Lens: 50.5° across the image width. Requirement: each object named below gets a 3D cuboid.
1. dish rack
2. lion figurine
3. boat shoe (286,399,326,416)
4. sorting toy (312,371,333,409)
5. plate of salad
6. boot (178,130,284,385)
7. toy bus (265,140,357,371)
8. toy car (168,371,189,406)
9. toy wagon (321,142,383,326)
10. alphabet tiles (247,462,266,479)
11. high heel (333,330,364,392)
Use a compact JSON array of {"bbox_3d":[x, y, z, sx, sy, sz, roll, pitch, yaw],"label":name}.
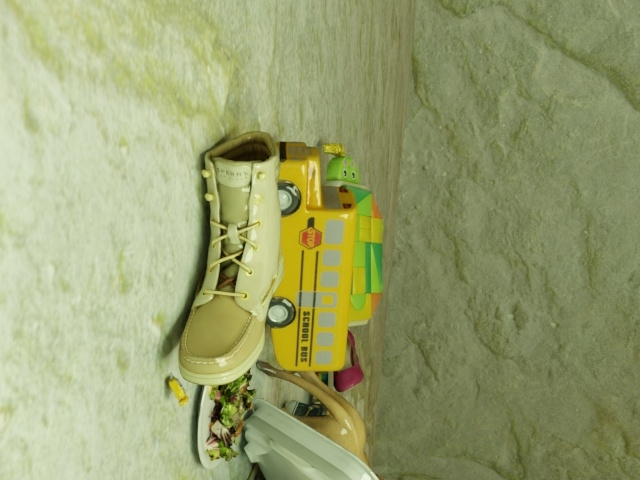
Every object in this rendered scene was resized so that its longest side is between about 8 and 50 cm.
[{"bbox_3d":[0.000,0.419,1.058,0.072,0.285,0.333,-37,126,-30],"label":"dish rack"},{"bbox_3d":[0.037,0.366,1.136,0.142,0.240,0.392,-46,130,-25],"label":"lion figurine"},{"bbox_3d":[-0.040,0.387,1.281,0.065,0.083,0.183,86,17,-45],"label":"boat shoe"},{"bbox_3d":[0.004,0.388,1.590,0.274,0.046,0.132,-90,-177,-67],"label":"sorting toy"},{"bbox_3d":[-0.117,0.211,0.922,0.200,0.048,0.200,8,90,-79],"label":"plate of salad"},{"bbox_3d":[-0.097,0.010,0.752,0.262,0.095,0.203,-67,162,-56],"label":"boot"},{"bbox_3d":[-0.019,0.028,0.999,0.108,0.130,0.332,-95,-172,-65],"label":"toy bus"},{"bbox_3d":[-0.133,0.140,0.786,0.040,0.060,0.122,64,12,-9],"label":"toy car"},{"bbox_3d":[0.043,-0.013,1.266,0.267,0.068,0.344,5,86,-59],"label":"toy wagon"},{"bbox_3d":[-0.127,0.534,1.205,0.342,0.011,0.285,-62,157,-58],"label":"alphabet tiles"},{"bbox_3d":[0.057,0.290,1.703,0.244,0.082,0.117,-52,119,-74],"label":"high heel"}]
